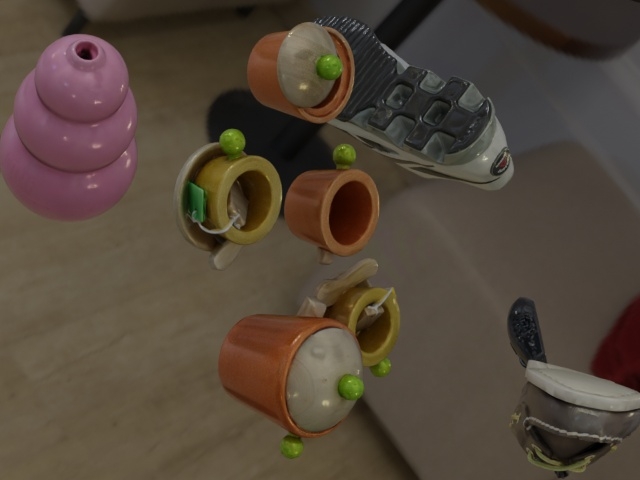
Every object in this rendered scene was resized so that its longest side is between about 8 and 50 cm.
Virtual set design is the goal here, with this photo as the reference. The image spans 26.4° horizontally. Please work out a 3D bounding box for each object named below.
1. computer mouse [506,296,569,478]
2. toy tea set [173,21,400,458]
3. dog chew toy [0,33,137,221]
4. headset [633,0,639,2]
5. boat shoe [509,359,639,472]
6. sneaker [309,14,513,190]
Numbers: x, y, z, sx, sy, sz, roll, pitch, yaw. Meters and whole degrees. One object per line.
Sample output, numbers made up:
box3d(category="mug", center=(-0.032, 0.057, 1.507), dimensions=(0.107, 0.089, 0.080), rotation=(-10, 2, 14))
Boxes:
box3d(category="computer mouse", center=(0.264, 0.178, 1.674), dimensions=(0.071, 0.041, 0.242), rotation=(66, 14, -55))
box3d(category="toy tea set", center=(0.000, 0.000, 1.074), dimensions=(0.200, 0.124, 0.336), rotation=(-35, 123, -37))
box3d(category="dog chew toy", center=(-0.358, -0.171, 1.982), dimensions=(0.206, 0.332, 0.206), rotation=(8, 57, -12))
box3d(category="headset", center=(0.253, -0.160, 0.698), dimensions=(0.243, 0.185, 0.394), rotation=(-3, 6, -7))
box3d(category="boat shoe", center=(0.241, 0.176, 1.326), dimensions=(0.116, 0.097, 0.324), rotation=(15, -2, 4))
box3d(category="sneaker", center=(0.084, -0.143, 1.552), dimensions=(0.330, 0.122, 0.146), rotation=(38, -5, 39))
